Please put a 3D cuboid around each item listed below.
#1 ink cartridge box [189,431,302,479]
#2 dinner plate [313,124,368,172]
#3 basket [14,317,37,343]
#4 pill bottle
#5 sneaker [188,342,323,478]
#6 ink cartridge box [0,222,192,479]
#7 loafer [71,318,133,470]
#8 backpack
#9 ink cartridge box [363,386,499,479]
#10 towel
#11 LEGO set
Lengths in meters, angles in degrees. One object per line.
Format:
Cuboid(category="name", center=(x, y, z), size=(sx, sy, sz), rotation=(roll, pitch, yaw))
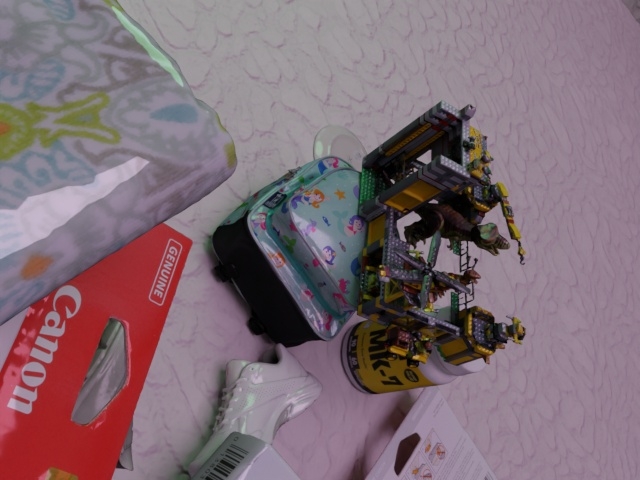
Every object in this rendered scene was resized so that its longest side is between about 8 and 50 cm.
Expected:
Cuboid(category="ink cartridge box", center=(-0.068, 0.457, 0.770), size=(0.308, 0.091, 0.385), rotation=(-47, 111, -27))
Cuboid(category="dinner plate", center=(0.045, -0.137, 1.207), size=(0.141, 0.017, 0.141), rotation=(18, 62, -40))
Cuboid(category="basket", center=(-0.394, -0.056, 0.585), size=(0.331, 0.266, 0.329), rotation=(26, 58, -37))
Cuboid(category="pill bottle", center=(0.142, 0.163, 1.050), size=(0.119, 0.208, 0.119), rotation=(18, 63, -38))
Cuboid(category="sneaker", center=(-0.101, 0.217, 0.900), size=(0.115, 0.090, 0.232), rotation=(54, 40, -1))
Cuboid(category="ink cartridge box", center=(-0.218, 0.051, 0.477), size=(0.261, 0.066, 0.297), rotation=(33, 54, -31))
Cuboid(category="loafer", center=(-0.249, 0.212, 0.740), size=(0.111, 0.112, 0.320), rotation=(39, 59, -33))
Cuboid(category="backpack", center=(0.000, 0.000, 1.002), size=(0.225, 0.191, 0.253), rotation=(57, 41, -10))
Cuboid(category="ink cartridge box", center=(0.157, 0.395, 1.085), size=(0.239, 0.060, 0.275), rotation=(56, 46, -11))
Cuboid(category="towel", center=(-0.277, -0.106, 0.390), size=(0.374, 0.090, 0.320), rotation=(48, 57, 5))
Cuboid(category="LEGO set", center=(0.181, -0.013, 0.885), size=(0.254, 0.192, 0.332), rotation=(30, 54, -22))
